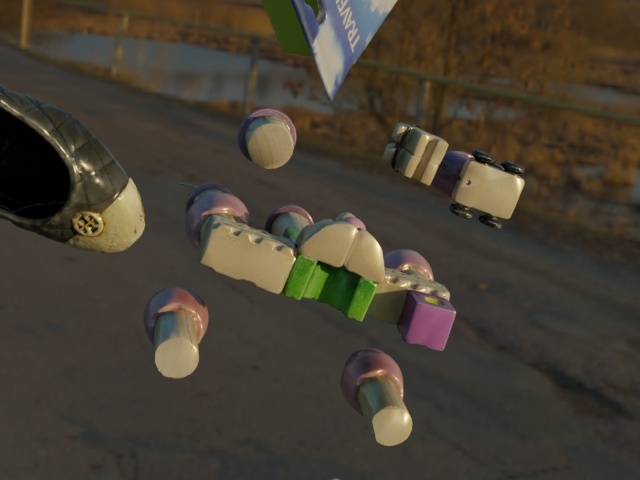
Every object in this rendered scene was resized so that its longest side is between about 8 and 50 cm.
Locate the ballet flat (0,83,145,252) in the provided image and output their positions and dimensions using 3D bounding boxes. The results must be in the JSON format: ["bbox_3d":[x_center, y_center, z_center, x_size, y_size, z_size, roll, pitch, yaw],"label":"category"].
[{"bbox_3d":[-0.141,-0.040,0.485,0.173,0.057,0.049,35,24,-29],"label":"ballet flat"}]

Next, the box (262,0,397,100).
[{"bbox_3d":[0.017,-0.159,0.516,0.042,0.109,0.178,15,59,31],"label":"box"}]

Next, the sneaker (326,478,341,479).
[{"bbox_3d":[-0.040,0.229,0.772,0.112,0.131,0.319,42,10,-1],"label":"sneaker"}]

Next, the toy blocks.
[{"bbox_3d":[0.000,0.000,1.266,0.288,0.309,0.260,20,12,-12],"label":"toy blocks"}]
